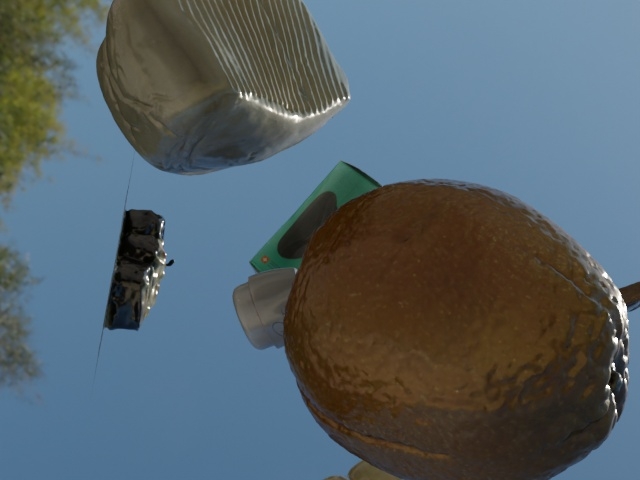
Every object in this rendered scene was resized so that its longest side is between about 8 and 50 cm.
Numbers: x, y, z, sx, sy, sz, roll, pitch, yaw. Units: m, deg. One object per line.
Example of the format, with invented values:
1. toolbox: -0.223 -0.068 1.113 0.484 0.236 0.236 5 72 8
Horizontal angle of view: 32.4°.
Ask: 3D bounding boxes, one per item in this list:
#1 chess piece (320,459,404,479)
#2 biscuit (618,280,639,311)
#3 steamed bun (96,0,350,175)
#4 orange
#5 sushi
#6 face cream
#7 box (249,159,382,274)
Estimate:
1. chess piece: 0.015 0.423 1.631 0.300 0.167 0.167 -25 -152 -20
2. biscuit: 0.386 0.085 1.453 0.215 0.034 0.182 -14 170 -36
3. steamed bun: -0.148 -0.204 1.445 0.236 0.247 0.383 -33 173 29
4. orange: 0.142 0.099 1.142 0.357 0.322 0.322 14 -125 36
5. sushi: -0.293 0.056 1.822 0.100 0.296 0.373 10 -158 -11
6. face cream: -0.068 0.101 1.639 0.104 0.117 0.117 -22 -147 5
7. box: 0.000 0.000 2.369 0.118 0.205 0.311 39 -100 16
